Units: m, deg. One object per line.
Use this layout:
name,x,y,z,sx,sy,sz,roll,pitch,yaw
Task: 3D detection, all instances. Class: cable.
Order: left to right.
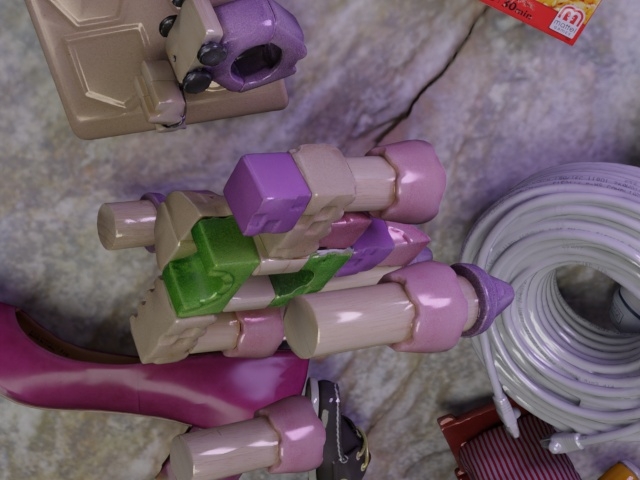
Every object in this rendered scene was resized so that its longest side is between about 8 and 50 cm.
cable,0.242,0.057,0.890,0.257,0.089,0.257,-11,111,41

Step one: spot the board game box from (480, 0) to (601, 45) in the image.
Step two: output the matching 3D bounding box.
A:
board game box,0.174,-0.262,0.768,0.146,0.045,0.194,22,122,-11

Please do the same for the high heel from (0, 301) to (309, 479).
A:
high heel,-0.202,0.097,1.017,0.377,0.127,0.181,32,91,-12

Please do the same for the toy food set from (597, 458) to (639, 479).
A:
toy food set,0.398,0.315,1.103,0.104,0.111,0.232,-36,107,-10

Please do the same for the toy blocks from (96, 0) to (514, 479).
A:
toy blocks,0.000,0.000,0.859,0.260,0.309,0.288,-6,151,-35

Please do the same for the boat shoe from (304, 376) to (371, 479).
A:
boat shoe,0.018,0.226,1.080,0.068,0.081,0.228,-1,130,1

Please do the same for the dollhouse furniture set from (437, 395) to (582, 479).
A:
dollhouse furniture set,0.097,0.314,1.003,0.374,0.201,0.152,-23,121,-1

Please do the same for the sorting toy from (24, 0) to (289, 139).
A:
sorting toy,-0.138,-0.184,0.849,0.192,0.038,0.208,-8,127,9

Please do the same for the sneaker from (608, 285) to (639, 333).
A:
sneaker,0.399,0.080,0.948,0.258,0.094,0.091,17,127,-6
